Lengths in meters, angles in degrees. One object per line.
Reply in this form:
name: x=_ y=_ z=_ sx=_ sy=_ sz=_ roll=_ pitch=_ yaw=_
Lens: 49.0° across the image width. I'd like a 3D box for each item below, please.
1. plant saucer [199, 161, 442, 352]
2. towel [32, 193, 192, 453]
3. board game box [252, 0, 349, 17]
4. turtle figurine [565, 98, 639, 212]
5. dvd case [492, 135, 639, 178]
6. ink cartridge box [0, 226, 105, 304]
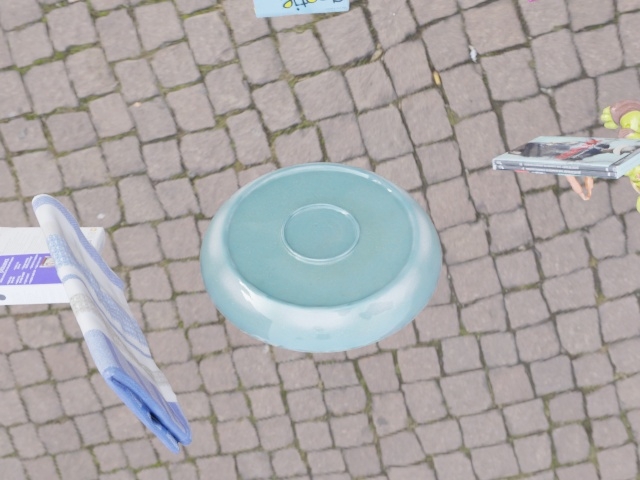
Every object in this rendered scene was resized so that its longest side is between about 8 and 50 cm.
plant saucer: x=0.000 y=0.000 z=0.910 sx=0.318 sy=0.317 sz=0.043 roll=4 pitch=139 yaw=5
towel: x=-0.238 y=0.090 z=0.801 sx=0.034 sy=0.285 sz=0.209 roll=-30 pitch=142 yaw=-9
board game box: x=-0.040 y=-0.459 z=0.953 sx=0.145 sy=0.142 sz=0.275 roll=-3 pitch=152 yaw=4
turtle figurine: x=0.444 y=-0.107 z=0.972 sx=0.270 sy=0.217 sz=0.087 roll=24 pitch=135 yaw=-10
dvd case: x=0.231 y=-0.078 z=0.637 sx=0.120 sy=0.087 sz=0.013 roll=13 pitch=120 yaw=46
ink cartridge box: x=-0.501 y=0.039 z=1.234 sx=0.209 sy=0.206 sz=0.045 roll=1 pitch=120 yaw=-7
